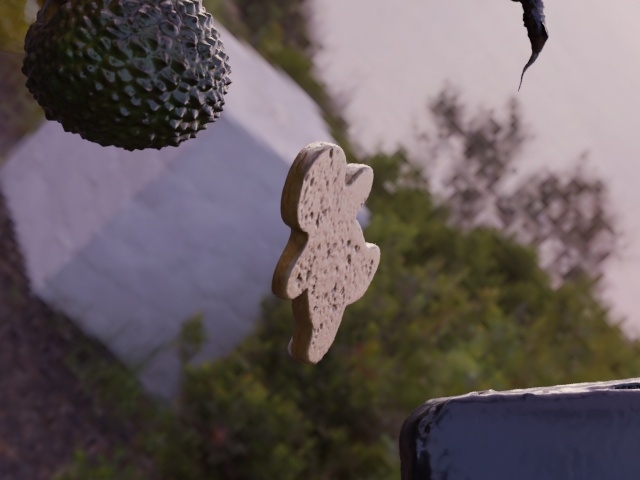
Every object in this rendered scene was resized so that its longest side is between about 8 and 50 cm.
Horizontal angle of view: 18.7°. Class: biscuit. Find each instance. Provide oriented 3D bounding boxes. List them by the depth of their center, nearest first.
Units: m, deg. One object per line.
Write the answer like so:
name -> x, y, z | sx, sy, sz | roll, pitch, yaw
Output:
biscuit -> -0.002, -0.001, 1.760 | 0.035, 0.158, 0.240 | 19, -35, 23

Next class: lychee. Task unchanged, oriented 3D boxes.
lychee -> -0.146, -0.142, 1.517 | 0.171, 0.171, 0.171 | 42, 17, -16

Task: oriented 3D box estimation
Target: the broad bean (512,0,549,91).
broad bean -> 0.073, -0.257, 1.429 | 0.318, 0.056, 0.098 | 45, 48, -18

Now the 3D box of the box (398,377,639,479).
box -> 0.252, 0.315, 1.907 | 0.359, 0.350, 0.091 | -2, -2, -21

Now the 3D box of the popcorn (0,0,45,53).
popcorn -> -0.268, -0.275, 1.791 | 0.190, 0.191, 0.253 | -28, 104, -49
